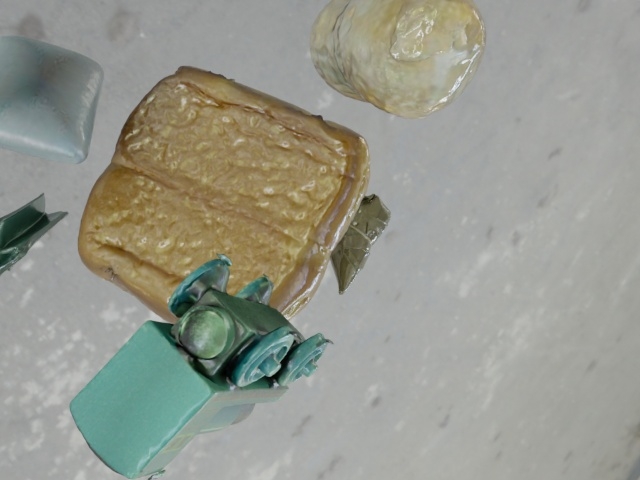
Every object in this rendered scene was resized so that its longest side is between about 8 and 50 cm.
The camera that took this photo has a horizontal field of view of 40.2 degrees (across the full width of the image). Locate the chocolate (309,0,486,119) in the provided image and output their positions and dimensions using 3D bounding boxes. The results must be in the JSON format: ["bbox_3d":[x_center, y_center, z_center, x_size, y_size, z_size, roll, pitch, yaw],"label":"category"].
[{"bbox_3d":[0.067,-0.188,0.849,0.134,0.309,0.134,-2,101,-13],"label":"chocolate"}]

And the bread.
[{"bbox_3d":[-0.127,-0.038,1.158,0.328,0.337,0.148,-65,162,-10],"label":"bread"}]

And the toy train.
[{"bbox_3d":[-0.104,0.128,0.864,0.194,0.120,0.298,-47,165,2],"label":"toy train"}]

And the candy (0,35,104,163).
[{"bbox_3d":[-0.340,-0.174,1.061,0.138,0.174,0.071,14,137,-18],"label":"candy"}]

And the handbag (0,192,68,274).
[{"bbox_3d":[-0.689,0.021,1.899,0.238,0.089,0.326,-43,-168,11],"label":"handbag"}]

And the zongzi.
[{"bbox_3d":[0.000,0.000,1.414,0.081,0.189,0.178,52,56,-45],"label":"zongzi"}]
